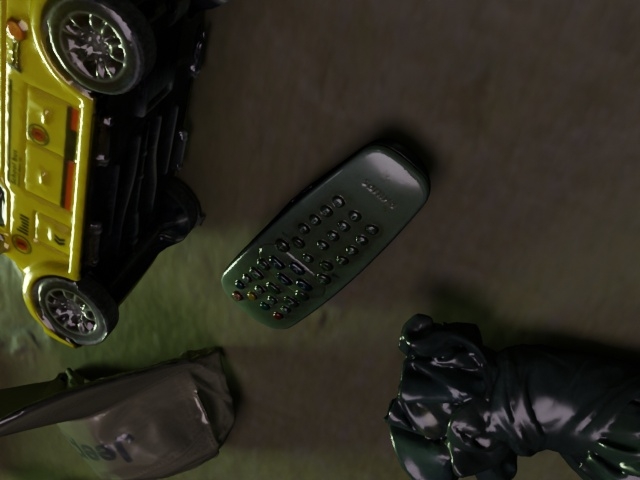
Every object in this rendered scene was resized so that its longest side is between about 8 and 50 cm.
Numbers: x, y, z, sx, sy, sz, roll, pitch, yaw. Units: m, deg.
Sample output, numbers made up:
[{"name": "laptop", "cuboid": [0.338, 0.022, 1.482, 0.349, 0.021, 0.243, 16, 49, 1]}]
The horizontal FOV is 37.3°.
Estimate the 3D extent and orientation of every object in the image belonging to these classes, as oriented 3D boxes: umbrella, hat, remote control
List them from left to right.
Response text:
[{"name": "hat", "cuboid": [-0.204, 0.176, 0.837, 0.214, 0.245, 0.149, -13, 99, 37]}, {"name": "remote control", "cuboid": [0.000, 0.000, 0.685, 0.072, 0.042, 0.222, 40, 135, -8]}, {"name": "umbrella", "cuboid": [0.212, 0.132, 0.650, 0.349, 0.094, 0.143, 8, 134, 19]}]

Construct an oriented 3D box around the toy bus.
[{"name": "toy bus", "cuboid": [-0.160, -0.084, 0.628, 0.152, 0.144, 0.330, 25, 133, 7]}]
